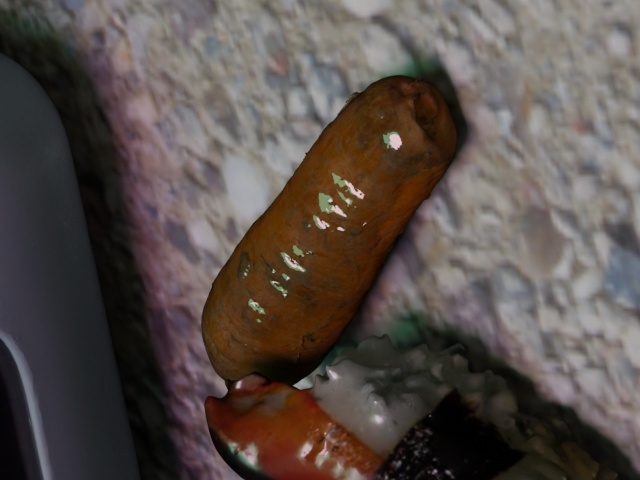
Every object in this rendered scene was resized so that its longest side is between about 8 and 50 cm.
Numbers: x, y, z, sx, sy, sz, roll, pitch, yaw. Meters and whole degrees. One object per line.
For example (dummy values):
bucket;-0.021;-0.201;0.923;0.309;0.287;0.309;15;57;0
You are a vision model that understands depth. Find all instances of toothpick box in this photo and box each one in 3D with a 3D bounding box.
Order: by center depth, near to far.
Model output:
toothpick box;-0.214;0.049;0.888;0.263;0.263;0.354;11;119;39

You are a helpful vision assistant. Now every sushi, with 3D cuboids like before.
sushi;0.059;0.110;0.750;0.226;0.097;0.103;40;103;24

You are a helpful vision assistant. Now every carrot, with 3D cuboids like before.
carrot;0.000;0.000;0.777;0.060;0.060;0.186;46;135;14
